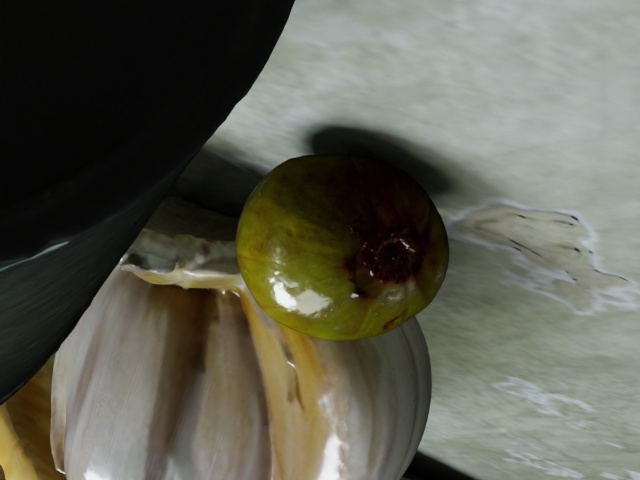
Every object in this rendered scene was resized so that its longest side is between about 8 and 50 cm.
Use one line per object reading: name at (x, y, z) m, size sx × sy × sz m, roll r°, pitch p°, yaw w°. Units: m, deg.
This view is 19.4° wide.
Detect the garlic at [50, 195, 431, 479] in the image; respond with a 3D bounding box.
garlic at (-0.074, 0.073, 0.843) m, size 0.207 × 0.256 × 0.207 m, roll 27°, pitch 138°, yaw 27°

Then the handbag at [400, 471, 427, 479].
handbag at (-0.054, 0.253, 1.383) m, size 0.340 × 0.240 × 0.247 m, roll 27°, pitch 168°, yaw -34°

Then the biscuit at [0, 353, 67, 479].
biscuit at (-0.086, 0.115, 1.035) m, size 0.204 × 0.040 × 0.309 m, roll 33°, pitch -160°, yaw 4°

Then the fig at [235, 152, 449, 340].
fig at (0.000, 0.000, 0.768) m, size 0.098 × 0.084 × 0.082 m, roll 8°, pitch 127°, yaw 53°

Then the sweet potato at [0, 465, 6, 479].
sweet potato at (-0.239, 0.178, 1.264) m, size 0.109 × 0.109 × 0.385 m, roll 14°, pitch 122°, yaw 15°

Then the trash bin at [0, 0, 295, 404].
trash bin at (-0.132, -0.053, 0.486) m, size 0.252 × 0.203 × 0.301 m, roll -7°, pitch 170°, yaw -18°
